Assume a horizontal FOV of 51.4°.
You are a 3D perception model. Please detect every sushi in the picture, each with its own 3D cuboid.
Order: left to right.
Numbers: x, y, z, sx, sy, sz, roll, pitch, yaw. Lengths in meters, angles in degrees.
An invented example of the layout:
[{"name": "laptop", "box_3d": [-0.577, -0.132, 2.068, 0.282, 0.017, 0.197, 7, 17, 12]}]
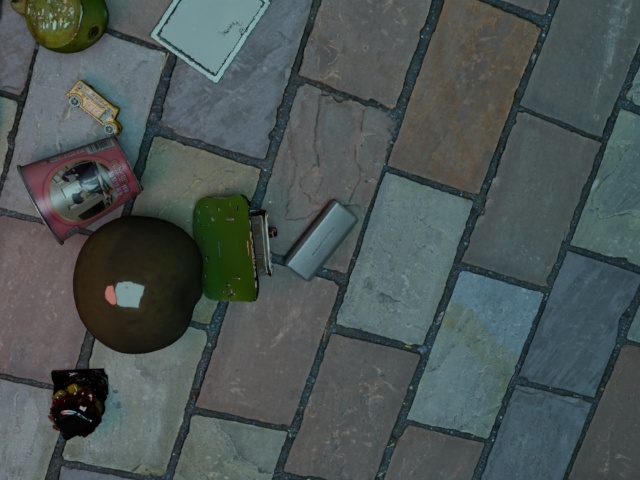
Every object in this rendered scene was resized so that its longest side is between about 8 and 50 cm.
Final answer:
[{"name": "sushi", "box_3d": [-0.679, 0.470, 1.857, 0.153, 0.150, 0.172, 0, 102, -12]}]

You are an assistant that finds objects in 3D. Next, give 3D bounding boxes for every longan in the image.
[{"name": "longan", "box_3d": [-0.472, 0.117, 1.744, 0.361, 0.361, 0.361, -3, 103, -11]}]

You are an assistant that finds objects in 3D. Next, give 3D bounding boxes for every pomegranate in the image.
[{"name": "pomegranate", "box_3d": [-0.635, -0.554, 1.649, 0.241, 0.159, 0.190, -11, 97, 19]}]

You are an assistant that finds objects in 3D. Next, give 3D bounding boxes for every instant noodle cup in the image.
[{"name": "instant noodle cup", "box_3d": [-0.607, -0.142, 1.713, 0.255, 0.244, 0.244, -28, 106, -14]}]

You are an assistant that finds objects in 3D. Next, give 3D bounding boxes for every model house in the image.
[{"name": "model house", "box_3d": [-0.228, 0.015, 1.880, 0.207, 0.154, 0.294, -2, 96, 32]}]

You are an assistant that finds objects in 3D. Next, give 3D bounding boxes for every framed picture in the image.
[{"name": "framed picture", "box_3d": [-0.292, -0.594, 1.776, 0.216, 0.016, 0.273, 35, 93, -16]}]

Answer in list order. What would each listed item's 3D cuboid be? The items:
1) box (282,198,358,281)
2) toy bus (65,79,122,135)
[{"name": "box", "box_3d": [0.000, 0.000, 1.948, 0.103, 0.055, 0.244, 38, 92, -17]}, {"name": "toy bus", "box_3d": [-0.582, -0.345, 1.742, 0.162, 0.069, 0.074, 39, 90, -16]}]
